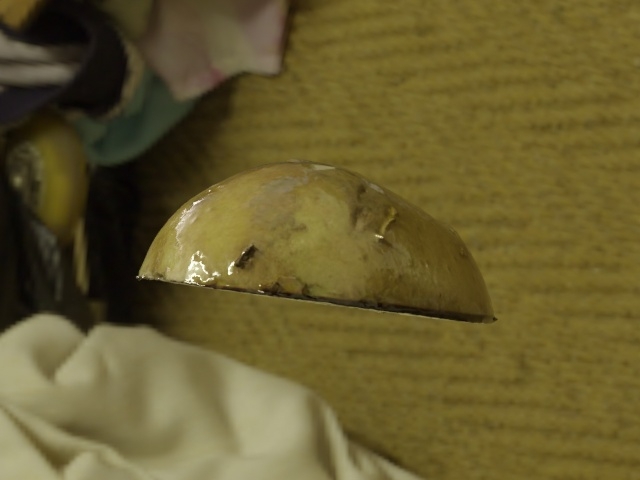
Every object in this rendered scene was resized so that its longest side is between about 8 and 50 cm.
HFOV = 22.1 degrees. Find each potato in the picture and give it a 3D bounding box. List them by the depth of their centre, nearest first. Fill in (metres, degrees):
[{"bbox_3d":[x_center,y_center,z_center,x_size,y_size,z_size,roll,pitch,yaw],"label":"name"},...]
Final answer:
[{"bbox_3d":[0.000,0.000,1.324,0.239,0.299,0.116,-4,78,62],"label":"potato"}]
